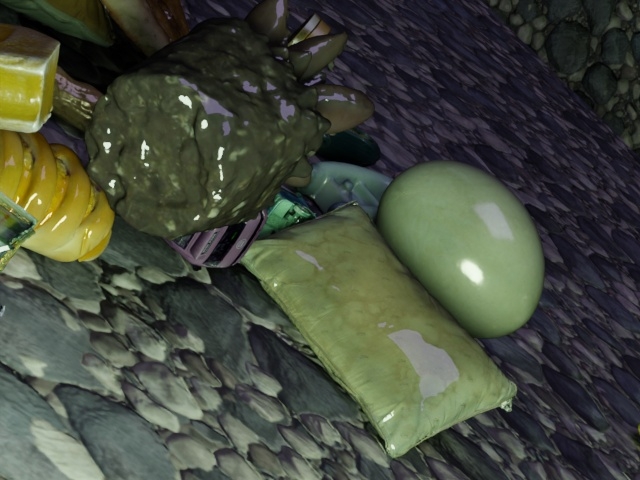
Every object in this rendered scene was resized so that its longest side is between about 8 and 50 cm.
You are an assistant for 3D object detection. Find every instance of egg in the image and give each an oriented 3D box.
[{"bbox_3d":[0.169,0.011,1.766,0.186,0.186,0.253,15,31,-48],"label":"egg"}]

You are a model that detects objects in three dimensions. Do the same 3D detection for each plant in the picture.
[{"bbox_3d":[-0.085,-0.111,1.398,0.181,0.194,0.321,49,32,6],"label":"plant"}]

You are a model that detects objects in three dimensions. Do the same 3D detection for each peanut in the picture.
[{"bbox_3d":[-0.274,-0.156,1.569,0.113,0.054,0.054,34,20,-11],"label":"peanut"}]

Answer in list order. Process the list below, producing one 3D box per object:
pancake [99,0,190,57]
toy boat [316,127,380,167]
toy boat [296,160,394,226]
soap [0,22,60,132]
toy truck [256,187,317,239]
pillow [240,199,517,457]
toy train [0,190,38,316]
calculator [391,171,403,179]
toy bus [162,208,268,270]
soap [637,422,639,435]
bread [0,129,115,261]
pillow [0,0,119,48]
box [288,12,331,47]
[{"bbox_3d":[-0.237,-0.326,1.780,0.356,0.065,0.356,58,9,-14],"label":"pancake"},{"bbox_3d":[0.031,-0.138,2.052,0.141,0.055,0.060,24,31,-33],"label":"toy boat"},{"bbox_3d":[0.063,-0.054,1.894,0.208,0.079,0.134,13,29,-47],"label":"toy boat"},{"bbox_3d":[-0.345,-0.155,1.266,0.232,0.073,0.140,9,21,-3],"label":"soap"},{"bbox_3d":[0.000,0.000,1.676,0.175,0.067,0.081,30,16,-25],"label":"toy truck"},{"bbox_3d":[0.058,0.087,1.528,0.185,0.075,0.302,-20,59,-37],"label":"pillow"},{"bbox_3d":[-0.335,-0.013,1.030,0.261,0.134,0.177,37,11,-5],"label":"toy train"},{"bbox_3d":[0.173,-0.052,2.157,0.166,0.024,0.103,27,22,-26],"label":"calculator"},{"bbox_3d":[-0.148,-0.049,1.503,0.178,0.087,0.098,40,21,15],"label":"toy bus"},{"bbox_3d":[0.469,0.297,1.887,0.089,0.033,0.168,19,27,-39],"label":"soap"},{"bbox_3d":[-0.259,-0.049,1.312,0.177,0.084,0.119,28,22,-38],"label":"bread"},{"bbox_3d":[-0.401,-0.377,1.724,0.310,0.119,0.312,19,30,-48],"label":"pillow"},{"bbox_3d":[-0.030,-0.297,2.223,0.037,0.105,0.105,43,19,-9],"label":"box"}]
